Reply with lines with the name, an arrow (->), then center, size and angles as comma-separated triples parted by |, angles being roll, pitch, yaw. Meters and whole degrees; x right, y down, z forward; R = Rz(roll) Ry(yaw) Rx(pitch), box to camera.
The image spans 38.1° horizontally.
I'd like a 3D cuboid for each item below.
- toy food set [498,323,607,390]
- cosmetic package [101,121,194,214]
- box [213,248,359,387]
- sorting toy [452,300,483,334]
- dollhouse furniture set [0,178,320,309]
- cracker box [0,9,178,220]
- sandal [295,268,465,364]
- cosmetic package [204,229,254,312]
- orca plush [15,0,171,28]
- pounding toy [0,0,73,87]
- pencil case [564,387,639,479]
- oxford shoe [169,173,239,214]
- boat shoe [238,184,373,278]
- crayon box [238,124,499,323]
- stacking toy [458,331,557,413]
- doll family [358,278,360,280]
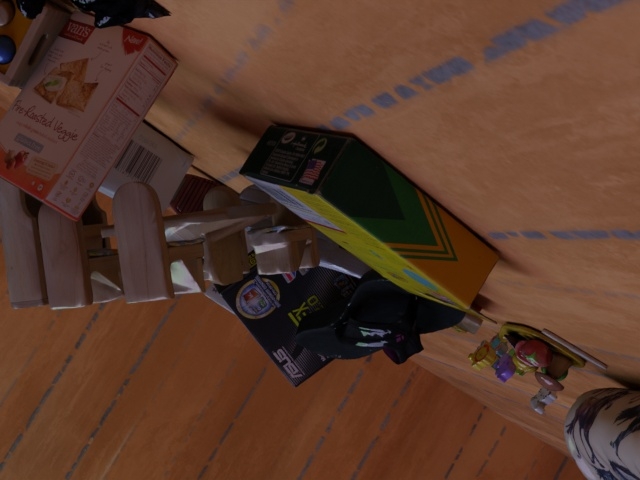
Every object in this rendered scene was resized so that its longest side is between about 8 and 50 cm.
toy food set -> 0.359, 0.199, 1.526 | 0.128, 0.071, 0.218 | 32, 173, -7
cosmetic package -> -0.455, -0.189, 1.888 | 0.217, 0.156, 0.385 | 34, 172, -37
box -> -0.035, 0.111, 1.689 | 0.270, 0.216, 0.060 | 56, 176, -32
sorting toy -> 0.213, 0.100, 1.549 | 0.132, 0.046, 0.274 | 30, 172, 10
dollhouse furniture set -> -0.262, -0.052, 1.321 | 0.394, 0.256, 0.362 | -7, -178, 31
cracker box -> -0.300, -0.158, 1.138 | 0.156, 0.232, 0.067 | 25, 170, 36
sandal -> 0.092, 0.151, 1.491 | 0.168, 0.107, 0.446 | 21, 154, -16
cosmetic package -> -0.097, 0.061, 1.848 | 0.138, 0.224, 0.224 | 30, 173, 12
orca plush -> -0.249, -0.247, 0.836 | 0.151, 0.102, 0.287 | 30, 173, 10
pounding toy -> -0.398, -0.284, 1.154 | 0.130, 0.141, 0.100 | 33, -168, 7
pencil case -> 0.504, 0.312, 1.332 | 0.183, 0.160, 0.410 | 48, 172, -1
oxford shoe -> -0.186, -0.031, 2.026 | 0.348, 0.123, 0.130 | 34, 178, -15
boat shoe -> 0.000, 0.000, 1.516 | 0.302, 0.109, 0.094 | 26, 174, 15
crayon box -> 0.076, -0.020, 1.150 | 0.319, 0.081, 0.202 | 36, 172, -31
stacking toy -> 0.334, 0.213, 1.712 | 0.167, 0.052, 0.221 | 36, -167, -15
doll family -> 0.130, 0.099, 1.788 | 0.111, 0.076, 0.193 | 31, 172, 42
